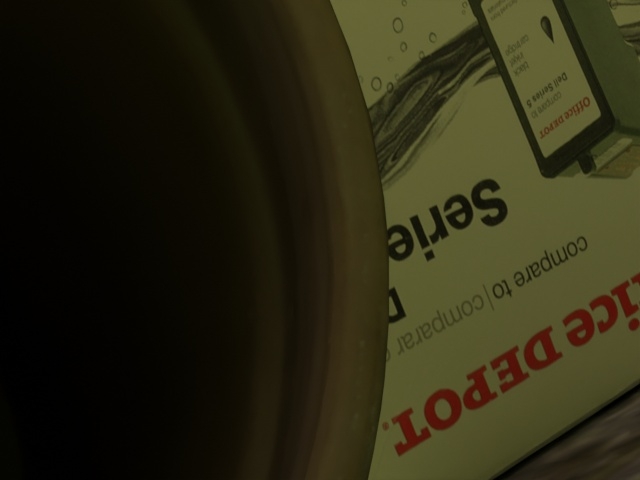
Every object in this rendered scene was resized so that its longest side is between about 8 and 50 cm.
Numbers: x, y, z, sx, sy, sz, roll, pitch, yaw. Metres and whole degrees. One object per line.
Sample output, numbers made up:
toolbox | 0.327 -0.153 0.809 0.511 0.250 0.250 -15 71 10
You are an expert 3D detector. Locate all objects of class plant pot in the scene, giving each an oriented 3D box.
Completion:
plant pot | -0.167 0.043 0.450 0.323 0.323 0.280 -26 -13 -17

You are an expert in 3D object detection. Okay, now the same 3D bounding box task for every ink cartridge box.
ink cartridge box | 0.010 -0.055 0.623 0.198 0.273 0.114 -27 6 -33
